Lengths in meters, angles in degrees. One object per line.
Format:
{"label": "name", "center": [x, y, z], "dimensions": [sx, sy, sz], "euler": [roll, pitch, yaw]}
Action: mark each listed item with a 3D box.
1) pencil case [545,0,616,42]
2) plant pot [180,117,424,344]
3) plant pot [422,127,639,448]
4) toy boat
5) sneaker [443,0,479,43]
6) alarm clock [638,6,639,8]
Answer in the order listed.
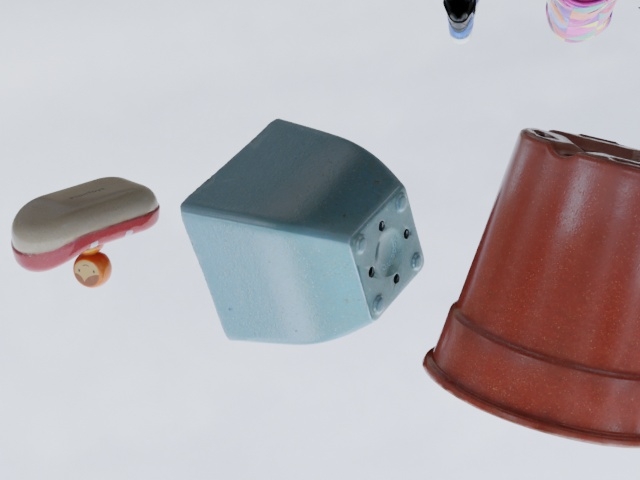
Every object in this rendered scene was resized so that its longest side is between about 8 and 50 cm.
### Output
{"label": "pencil case", "center": [0.354, -0.336, 1.855], "dimensions": [0.104, 0.104, 0.236], "euler": [-5, 177, 8]}
{"label": "plant pot", "center": [0.000, 0.000, 1.961], "dimensions": [0.252, 0.248, 0.247], "euler": [10, -139, 36]}
{"label": "plant pot", "center": [0.267, 0.035, 1.408], "dimensions": [0.272, 0.265, 0.272], "euler": [13, -168, -3]}
{"label": "toy boat", "center": [-0.355, 0.002, 2.095], "dimensions": [0.231, 0.151, 0.151], "euler": [-20, -154, -35]}
{"label": "sneaker", "center": [0.250, -0.431, 2.429], "dimensions": [0.058, 0.152, 0.084], "euler": [5, 155, 10]}
{"label": "alarm clock", "center": [0.485, -0.357, 1.980], "dimensions": [0.064, 0.192, 0.129], "euler": [-13, -150, 16]}
